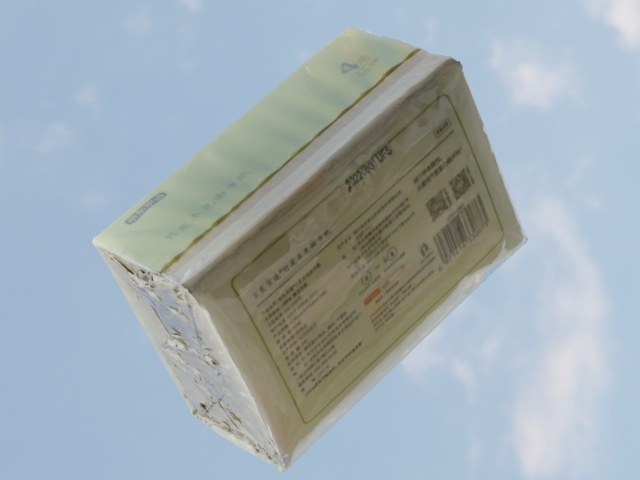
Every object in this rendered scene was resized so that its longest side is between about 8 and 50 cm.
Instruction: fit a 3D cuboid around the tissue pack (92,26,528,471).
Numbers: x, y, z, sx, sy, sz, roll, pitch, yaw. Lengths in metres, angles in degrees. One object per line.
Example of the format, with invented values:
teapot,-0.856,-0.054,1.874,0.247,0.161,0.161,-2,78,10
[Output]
tissue pack,0.000,0.000,1.000,0.234,0.125,0.159,-42,-52,-22
